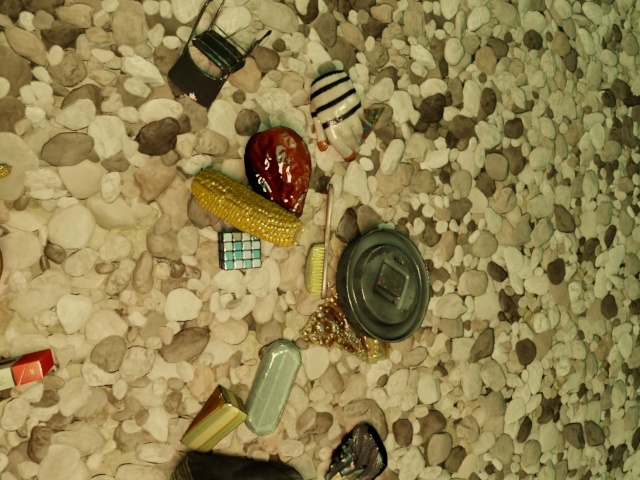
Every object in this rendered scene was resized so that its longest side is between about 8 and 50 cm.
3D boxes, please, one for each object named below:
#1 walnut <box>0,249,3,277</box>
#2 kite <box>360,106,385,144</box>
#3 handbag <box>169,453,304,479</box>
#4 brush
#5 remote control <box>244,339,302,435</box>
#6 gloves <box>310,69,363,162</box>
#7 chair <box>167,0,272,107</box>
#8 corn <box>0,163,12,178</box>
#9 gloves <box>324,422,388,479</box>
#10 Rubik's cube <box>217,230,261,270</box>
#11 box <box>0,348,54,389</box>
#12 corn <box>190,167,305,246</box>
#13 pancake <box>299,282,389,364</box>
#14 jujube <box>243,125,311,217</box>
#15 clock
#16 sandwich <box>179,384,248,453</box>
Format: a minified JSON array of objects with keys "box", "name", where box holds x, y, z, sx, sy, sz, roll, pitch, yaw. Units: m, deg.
[{"box":[-0.763,0.066,0.725,0.306,0.306,0.344,42,75,-16],"name":"walnut"},{"box":[0.104,-0.350,1.203,0.190,0.010,0.159,-9,92,-21],"name":"kite"},{"box":[-0.190,0.647,0.967,0.340,0.247,0.240,20,84,-26],"name":"handbag"},{"box":[-0.001,0.000,1.137,0.067,0.072,0.313,5,87,-7],"name":"brush"},{"box":[-0.123,0.380,1.097,0.104,0.052,0.247,21,86,-18],"name":"remote control"},{"box":[0.052,-0.318,1.115,0.140,0.131,0.219,-19,89,-11],"name":"gloves"},{"box":[-0.247,-0.452,1.022,0.140,0.221,0.145,38,35,-16],"name":"chair"},{"box":[-0.691,-0.138,0.888,0.083,0.027,0.028,-27,120,-18],"name":"corn"},{"box":[0.087,0.601,1.166,0.180,0.106,0.129,-32,101,11],"name":"gloves"},{"box":[-0.200,0.024,1.042,0.092,0.092,0.092,-4,92,-21],"name":"Rubik's cube"},{"box":[-0.646,0.273,0.869,0.152,0.100,0.048,-9,96,-21],"name":"box"},{"box":[-0.184,-0.076,0.993,0.310,0.101,0.101,32,77,15],"name":"corn"},{"box":[0.067,0.246,1.162,0.244,0.057,0.266,-18,93,-22],"name":"pancake"},{"box":[-0.100,-0.158,1.046,0.168,0.168,0.236,-11,99,-21],"name":"jujube"},{"box":[0.175,0.122,1.162,0.312,0.061,0.312,8,77,-34],"name":"clock"},{"box":[-0.257,0.448,1.011,0.079,0.113,0.163,40,78,-17],"name":"sandwich"}]
